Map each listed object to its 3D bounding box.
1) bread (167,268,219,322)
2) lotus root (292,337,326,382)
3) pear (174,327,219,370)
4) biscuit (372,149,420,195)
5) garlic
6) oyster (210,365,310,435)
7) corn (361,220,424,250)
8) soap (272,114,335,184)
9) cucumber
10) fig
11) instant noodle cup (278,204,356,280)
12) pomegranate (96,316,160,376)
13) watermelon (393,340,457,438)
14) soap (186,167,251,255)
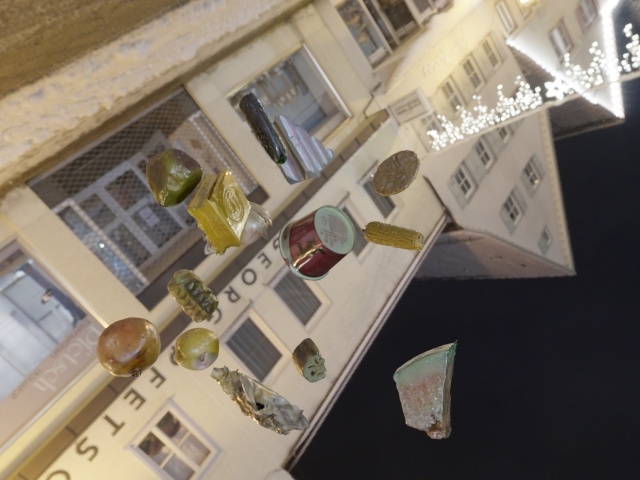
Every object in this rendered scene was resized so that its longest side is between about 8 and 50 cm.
[{"bbox_3d":[-0.594,0.251,2.047,0.152,0.268,0.129,-44,-149,-20],"label":"bread"},{"bbox_3d":[-0.058,0.613,2.209,0.138,0.235,0.119,-26,-141,-16],"label":"lotus root"},{"bbox_3d":[-0.485,0.424,1.721,0.177,0.178,0.178,-34,-162,12],"label":"pear"},{"bbox_3d":[0.300,-0.269,1.750,0.219,0.033,0.220,-27,-134,32],"label":"biscuit"},{"bbox_3d":[-0.356,-0.064,1.914,0.312,0.250,0.286,-28,160,32],"label":"garlic"},{"bbox_3d":[-0.178,0.477,1.287,0.271,0.275,0.101,11,-116,56],"label":"oyster"},{"bbox_3d":[0.306,-0.021,1.852,0.292,0.107,0.106,11,-133,41],"label":"corn"},{"bbox_3d":[-0.098,-0.410,1.861,0.158,0.303,0.258,-17,-159,33],"label":"soap"},{"bbox_3d":[-0.179,-0.351,1.411,0.074,0.242,0.074,-30,-175,3],"label":"cucumber"},{"bbox_3d":[-0.415,-0.175,1.244,0.144,0.153,0.166,-137,-122,-74],"label":"fig"},{"bbox_3d":[0.000,0.000,1.496,0.178,0.235,0.235,-33,-165,44],"label":"instant noodle cup"},{"bbox_3d":[-0.686,0.389,1.580,0.215,0.215,0.215,-34,-162,12],"label":"pomegranate"},{"bbox_3d":[0.324,0.449,1.351,0.151,0.264,0.303,4,-99,24],"label":"watermelon"},{"bbox_3d":[-0.340,-0.111,1.526,0.096,0.204,0.325,-25,-154,10],"label":"soap"}]
